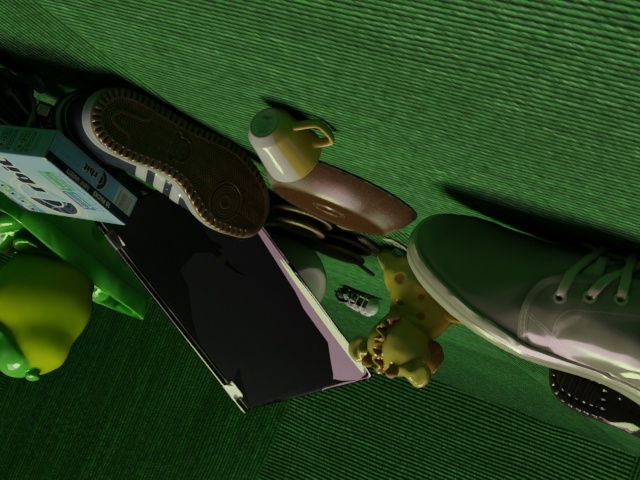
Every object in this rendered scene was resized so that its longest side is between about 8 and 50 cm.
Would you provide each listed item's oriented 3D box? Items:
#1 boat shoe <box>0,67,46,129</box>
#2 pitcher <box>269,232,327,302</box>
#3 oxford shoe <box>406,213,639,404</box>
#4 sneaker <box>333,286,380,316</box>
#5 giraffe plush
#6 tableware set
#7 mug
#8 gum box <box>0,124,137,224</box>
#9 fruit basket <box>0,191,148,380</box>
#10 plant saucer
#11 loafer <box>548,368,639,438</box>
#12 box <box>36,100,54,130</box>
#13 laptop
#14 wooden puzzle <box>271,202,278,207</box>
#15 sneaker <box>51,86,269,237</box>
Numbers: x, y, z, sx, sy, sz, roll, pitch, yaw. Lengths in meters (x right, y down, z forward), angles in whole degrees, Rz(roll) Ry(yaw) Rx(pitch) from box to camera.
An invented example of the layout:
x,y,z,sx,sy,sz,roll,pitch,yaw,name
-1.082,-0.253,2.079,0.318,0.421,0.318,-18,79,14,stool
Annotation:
x,y,z,sx,sy,sz,roll,pitch,yaw,name
-0.402,-0.171,1.746,0.113,0.105,0.306,21,167,42,boat shoe
-0.063,0.045,2.247,0.177,0.126,0.207,4,-163,-39,pitcher
0.291,0.065,1.343,0.449,0.169,0.130,28,133,24,oxford shoe
0.060,0.109,2.557,0.069,0.038,0.098,27,171,-35,sneaker
0.136,0.115,1.894,0.210,0.171,0.181,26,172,-22,giraffe plush
0.000,0.000,1.944,0.128,0.039,0.194,10,165,38,tableware set
-0.034,-0.104,1.371,0.064,0.078,0.062,46,-171,-50,mug
-0.336,-0.082,1.656,0.184,0.041,0.157,7,156,37,gum box
-0.462,0.045,2.276,0.283,0.392,0.392,16,170,41,fruit basket
0.015,-0.049,1.631,0.198,0.036,0.198,22,173,3,plant saucer
0.495,0.224,1.887,0.366,0.134,0.130,29,-160,32,loafer
-0.371,-0.153,1.961,0.062,0.052,0.083,22,171,11,box
-0.130,0.040,2.094,0.382,0.236,0.408,55,-170,-17,laptop
-0.033,-0.033,1.977,0.083,0.006,0.049,21,172,10,wooden puzzle
-0.196,-0.097,1.665,0.282,0.099,0.153,35,163,-36,sneaker
